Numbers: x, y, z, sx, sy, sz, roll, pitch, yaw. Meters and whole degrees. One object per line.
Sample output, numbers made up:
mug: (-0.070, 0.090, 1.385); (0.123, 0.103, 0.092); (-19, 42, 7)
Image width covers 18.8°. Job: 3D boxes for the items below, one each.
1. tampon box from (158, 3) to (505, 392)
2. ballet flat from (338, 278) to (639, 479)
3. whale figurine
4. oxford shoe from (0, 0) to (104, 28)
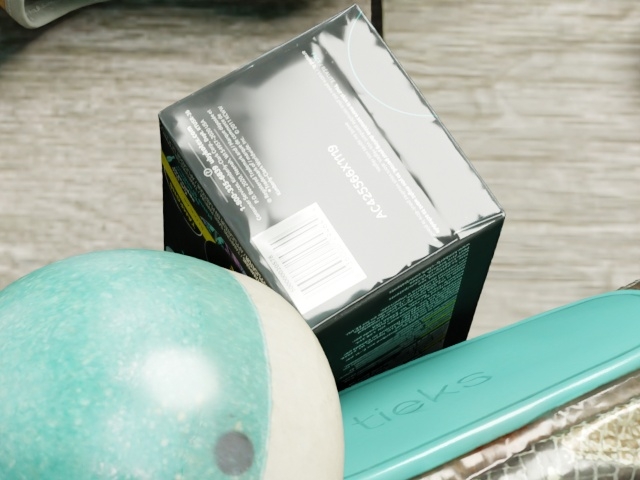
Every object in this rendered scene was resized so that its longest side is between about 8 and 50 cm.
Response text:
tampon box: (0.000, 0.000, 0.858); (0.101, 0.161, 0.120); (-30, 71, -15)
ballet flat: (0.190, 0.065, 0.855); (0.483, 0.164, 0.182); (-30, 110, -11)
whale figurine: (-0.096, 0.133, 0.724); (0.141, 0.216, 0.272); (20, 82, -29)
oxford shoe: (0.021, -0.205, 0.951); (0.449, 0.169, 0.130); (-17, 76, -7)
